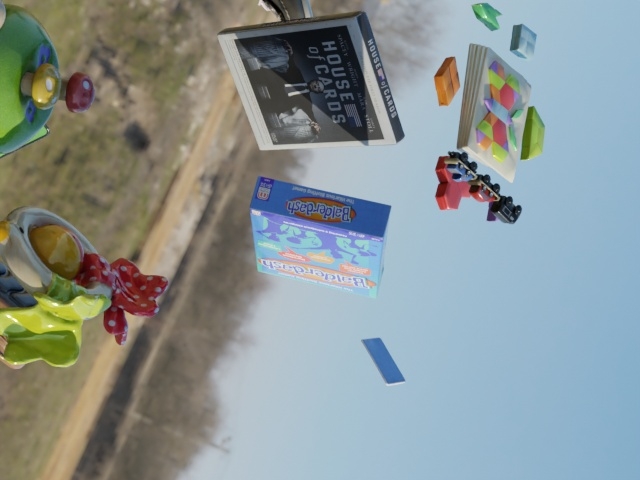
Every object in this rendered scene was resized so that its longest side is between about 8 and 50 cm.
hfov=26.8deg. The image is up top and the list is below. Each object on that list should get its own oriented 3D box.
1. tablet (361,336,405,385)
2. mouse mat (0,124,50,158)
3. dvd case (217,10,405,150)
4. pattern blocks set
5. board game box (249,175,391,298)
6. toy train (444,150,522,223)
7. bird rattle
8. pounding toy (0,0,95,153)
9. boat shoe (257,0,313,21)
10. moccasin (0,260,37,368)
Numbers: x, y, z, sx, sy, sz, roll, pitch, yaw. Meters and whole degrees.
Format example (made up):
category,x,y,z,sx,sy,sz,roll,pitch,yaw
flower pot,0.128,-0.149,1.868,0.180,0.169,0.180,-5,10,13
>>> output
category,x,y,z,sx,sy,sz,roll,pitch,yaw
tablet,0.096,0.186,2.066,0.006,0.083,0.054,-42,157,28
mouse mat,-0.480,-0.176,1.864,0.190,0.152,0.007,-18,-148,38
dvd case,-0.014,-0.206,1.771,0.239,0.179,0.029,1,-149,40
pattern blocks set,0.261,-0.190,2.019,0.026,0.285,0.324,-2,-98,40
board game box,0.000,0.000,1.626,0.210,0.160,0.047,88,16,-69
toy train,0.217,-0.069,1.804,0.027,0.158,0.036,7,-116,51
bird rattle,-0.302,0.038,1.647,0.143,0.207,0.253,-39,178,27
pounding toy,-0.341,-0.210,1.610,0.183,0.110,0.237,-64,160,-51
boat shoe,-0.088,-0.430,2.064,0.112,0.095,0.335,73,0,-65
moccasin,-0.584,0.048,2.099,0.147,0.380,0.139,-45,-168,16
